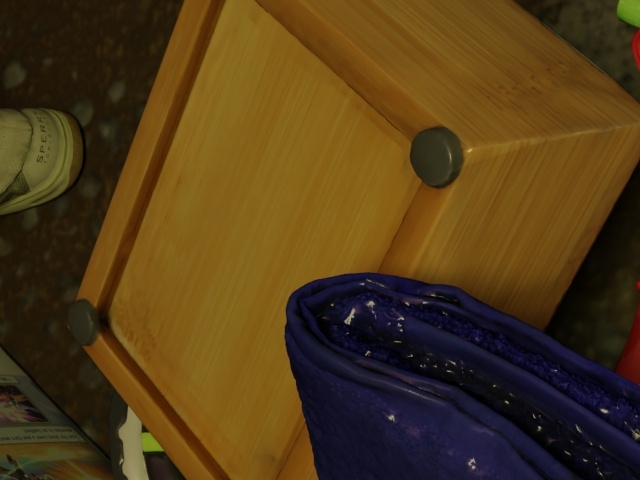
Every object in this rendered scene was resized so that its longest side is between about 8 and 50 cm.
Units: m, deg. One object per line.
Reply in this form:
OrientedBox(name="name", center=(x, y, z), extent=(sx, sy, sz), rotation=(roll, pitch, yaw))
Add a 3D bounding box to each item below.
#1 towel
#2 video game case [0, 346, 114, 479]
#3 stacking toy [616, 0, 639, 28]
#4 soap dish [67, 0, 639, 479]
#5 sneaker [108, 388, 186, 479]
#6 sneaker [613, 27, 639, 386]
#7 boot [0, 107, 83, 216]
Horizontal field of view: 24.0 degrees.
OrientedBox(name="towel", center=(0.097, 0.162, 0.608), extent=(0.228, 0.076, 0.308), rotation=(33, 146, 36))
OrientedBox(name="video game case", center=(-0.255, 0.109, 0.828), extent=(0.244, 0.269, 0.061), rotation=(39, 107, 32))
OrientedBox(name="stacking toy", center=(0.243, -0.161, 0.656), extent=(0.167, 0.052, 0.221), rotation=(34, 104, 32))
OrientedBox(name="soap dish", center=(0.000, 0.000, 0.716), extent=(0.229, 0.118, 0.291), rotation=(46, 126, 33))
OrientedBox(name="sneaker", center=(-0.036, 0.166, 0.804), extent=(0.097, 0.084, 0.234), rotation=(-25, 72, 7))
OrientedBox(name="sneaker", center=(0.172, -0.018, 0.666), extent=(0.128, 0.087, 0.221), rotation=(50, 115, 31))
OrientedBox(name="boot", center=(-0.275, -0.039, 0.921), extent=(0.213, 0.165, 0.077), rotation=(-21, 72, 29))
